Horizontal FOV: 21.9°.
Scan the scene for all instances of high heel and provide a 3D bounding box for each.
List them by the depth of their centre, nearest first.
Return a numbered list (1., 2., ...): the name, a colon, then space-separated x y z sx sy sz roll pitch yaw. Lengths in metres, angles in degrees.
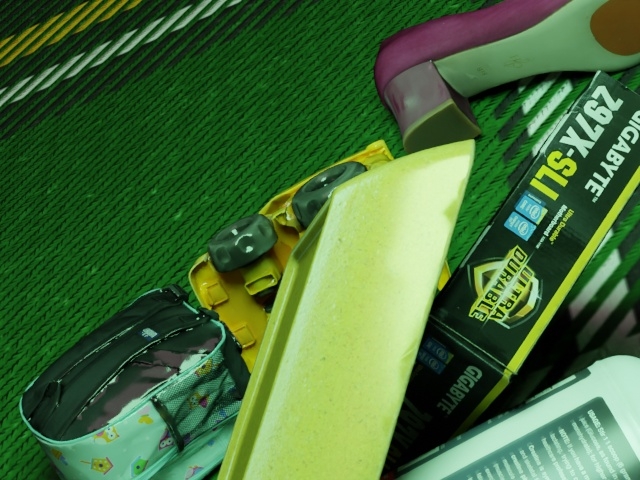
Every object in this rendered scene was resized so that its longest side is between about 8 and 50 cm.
1. high heel: 0.220 -0.238 1.701 0.377 0.127 0.181 -27 44 12

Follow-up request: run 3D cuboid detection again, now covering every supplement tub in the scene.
1. supplement tub: 0.174 0.196 1.115 0.272 0.191 0.191 -28 33 4

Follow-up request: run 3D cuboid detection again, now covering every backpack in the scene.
1. backpack: -0.166 0.149 1.488 0.188 0.144 0.166 -30 31 -20

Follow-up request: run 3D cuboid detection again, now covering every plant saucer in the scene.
1. plant saucer: -0.004 0.104 1.192 0.333 0.081 0.332 130 158 -75

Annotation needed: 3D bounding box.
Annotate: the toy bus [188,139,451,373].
1. toy bus: 0.000 0.000 1.573 0.220 0.149 0.211 -27 20 11

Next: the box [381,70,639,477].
1. box: 0.127 0.052 1.269 0.257 0.079 0.322 -51 -6 -30
